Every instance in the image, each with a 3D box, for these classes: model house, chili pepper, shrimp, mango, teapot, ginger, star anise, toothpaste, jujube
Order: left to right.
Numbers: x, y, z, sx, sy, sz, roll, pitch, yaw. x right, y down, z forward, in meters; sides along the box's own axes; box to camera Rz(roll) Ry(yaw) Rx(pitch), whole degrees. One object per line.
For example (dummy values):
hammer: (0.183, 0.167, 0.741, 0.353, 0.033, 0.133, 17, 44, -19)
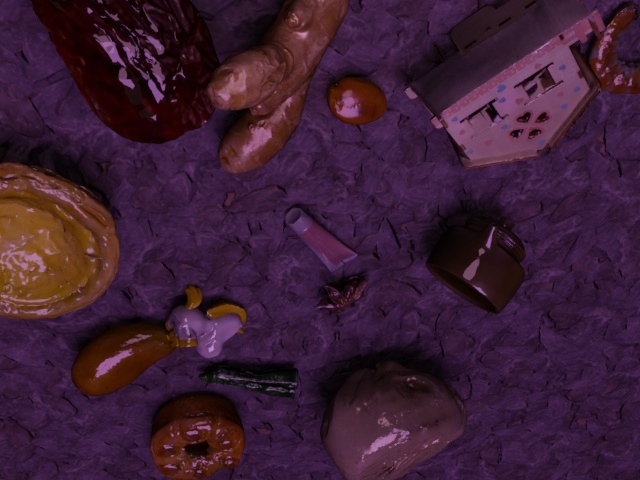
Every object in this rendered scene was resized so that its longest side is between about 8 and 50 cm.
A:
jujube: (-0.294, -0.305, 1.191, 0.216, 0.216, 0.342, -26, 125, 9)
mango: (-0.409, 0.239, 1.681, 0.227, 0.099, 0.136, -26, 130, -4)
chili pepper: (-0.165, 0.316, 1.832, 0.226, 0.059, 0.088, 7, 132, -17)
ginger: (-0.049, -0.282, 1.290, 0.348, 0.122, 0.363, -53, 165, -13)
toothpaste: (0.000, 0.000, 1.617, 0.067, 0.043, 0.194, -34, 135, 12)
star anise: (0.039, 0.125, 1.722, 0.124, 0.056, 0.129, -13, 146, -28)
mango: (0.065, -0.242, 1.412, 0.114, 0.060, 0.080, 18, 110, -24)
teapot: (0.335, 0.033, 1.650, 0.175, 0.185, 0.268, -52, 161, -7)
model house: (0.340, -0.269, 1.402, 0.326, 0.169, 0.244, -33, 137, 16)
shrimp: (0.561, -0.345, 1.463, 0.161, 0.049, 0.166, 3, 121, -14)

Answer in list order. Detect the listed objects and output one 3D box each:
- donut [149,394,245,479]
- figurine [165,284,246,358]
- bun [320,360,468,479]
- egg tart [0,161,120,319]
donut: (-0.285, 0.458, 1.883, 0.226, 0.114, 0.227, -7, 131, -8)
figurine: (-0.230, 0.178, 1.678, 0.178, 0.109, 0.130, 26, 92, -36)
bun: (0.163, 0.422, 1.895, 0.361, 0.235, 0.326, -6, 139, -29)
egg tart: (-0.522, -0.012, 1.413, 0.345, 0.132, 0.345, -7, 132, -9)
